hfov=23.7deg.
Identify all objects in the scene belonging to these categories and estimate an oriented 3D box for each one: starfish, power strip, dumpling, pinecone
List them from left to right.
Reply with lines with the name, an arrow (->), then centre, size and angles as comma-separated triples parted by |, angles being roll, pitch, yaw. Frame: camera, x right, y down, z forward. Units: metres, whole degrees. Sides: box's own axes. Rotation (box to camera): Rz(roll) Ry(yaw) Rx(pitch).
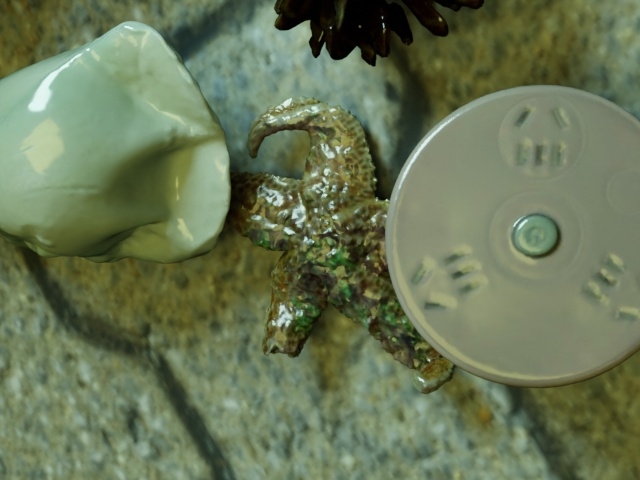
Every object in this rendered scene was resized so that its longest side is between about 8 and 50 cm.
dumpling -> -0.138, -0.039, 0.899 | 0.229, 0.124, 0.151 | -18, 122, 40
starfish -> 0.004, 0.000, 0.878 | 0.210, 0.053, 0.150 | 27, 99, 24
pinecone -> 0.031, -0.155, 0.776 | 0.121, 0.140, 0.140 | -1, 103, -2
power strip -> 0.112, 0.000, 0.771 | 0.154, 0.078, 0.154 | -1, 86, 10
